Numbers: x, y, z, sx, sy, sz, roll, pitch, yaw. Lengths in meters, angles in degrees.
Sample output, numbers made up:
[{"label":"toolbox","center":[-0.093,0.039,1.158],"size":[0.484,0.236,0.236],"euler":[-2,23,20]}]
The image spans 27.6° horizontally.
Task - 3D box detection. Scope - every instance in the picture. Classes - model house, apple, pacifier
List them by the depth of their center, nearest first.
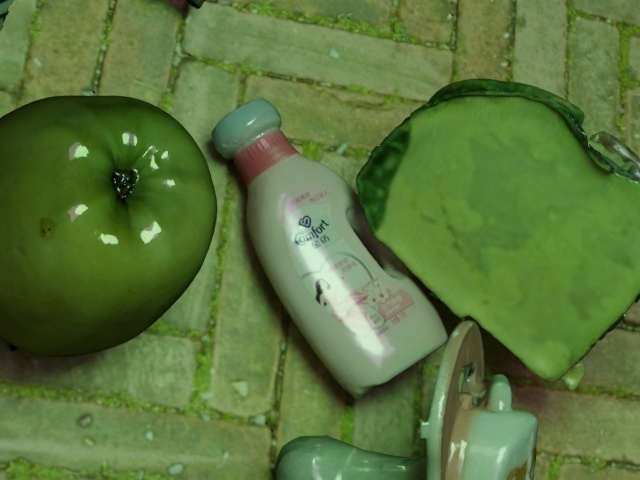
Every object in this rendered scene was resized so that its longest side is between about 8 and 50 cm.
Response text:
[{"label":"apple","center":[-0.227,-0.022,1.245],"size":[0.262,0.262,0.262],"euler":[8,67,-19]},{"label":"pacifier","center":[0.106,0.242,1.288],"size":[0.273,0.220,0.332],"euler":[5,91,-20]},{"label":"model house","center":[0.247,-0.054,1.423],"size":[0.321,0.261,0.266],"euler":[42,31,8]}]

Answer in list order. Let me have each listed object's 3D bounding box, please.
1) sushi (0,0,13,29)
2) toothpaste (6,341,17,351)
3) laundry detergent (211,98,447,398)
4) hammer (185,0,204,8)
[{"label":"sushi","center":[-0.420,-0.142,1.258],"size":[0.292,0.059,0.294],"euler":[2,64,27]},{"label":"toothpaste","center":[-0.317,0.069,1.301],"size":[0.024,0.015,0.083],"euler":[-27,87,-21]},{"label":"laundry detergent","center":[0.000,0.000,1.414],"size":[0.159,0.088,0.335],"euler":[-27,81,-38]},{"label":"hammer","center":[-0.141,-0.405,1.513],"size":[0.137,0.037,0.290],"euler":[29,60,-8]}]
